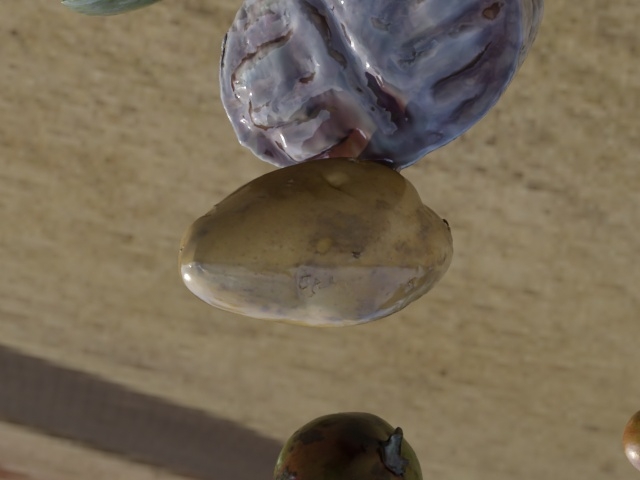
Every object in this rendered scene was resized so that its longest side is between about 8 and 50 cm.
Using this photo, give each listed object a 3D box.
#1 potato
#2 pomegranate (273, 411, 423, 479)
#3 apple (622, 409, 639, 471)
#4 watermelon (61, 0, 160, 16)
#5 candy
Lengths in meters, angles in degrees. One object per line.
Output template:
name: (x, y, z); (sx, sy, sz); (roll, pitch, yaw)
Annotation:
potato: (-0.002, -0.002, 1.446); (0.235, 0.128, 0.161); (3, -153, -11)
pomegranate: (-0.004, 0.242, 1.697); (0.220, 0.156, 0.156); (-12, 158, 22)
apple: (0.371, 0.216, 1.912); (0.084, 0.084, 0.071); (17, 163, -27)
watermelon: (-0.233, -0.401, 2.259); (0.193, 0.231, 0.310); (23, -150, 34)
candy: (0.052, -0.175, 1.507); (0.290, 0.214, 0.157); (-29, -170, 28)
